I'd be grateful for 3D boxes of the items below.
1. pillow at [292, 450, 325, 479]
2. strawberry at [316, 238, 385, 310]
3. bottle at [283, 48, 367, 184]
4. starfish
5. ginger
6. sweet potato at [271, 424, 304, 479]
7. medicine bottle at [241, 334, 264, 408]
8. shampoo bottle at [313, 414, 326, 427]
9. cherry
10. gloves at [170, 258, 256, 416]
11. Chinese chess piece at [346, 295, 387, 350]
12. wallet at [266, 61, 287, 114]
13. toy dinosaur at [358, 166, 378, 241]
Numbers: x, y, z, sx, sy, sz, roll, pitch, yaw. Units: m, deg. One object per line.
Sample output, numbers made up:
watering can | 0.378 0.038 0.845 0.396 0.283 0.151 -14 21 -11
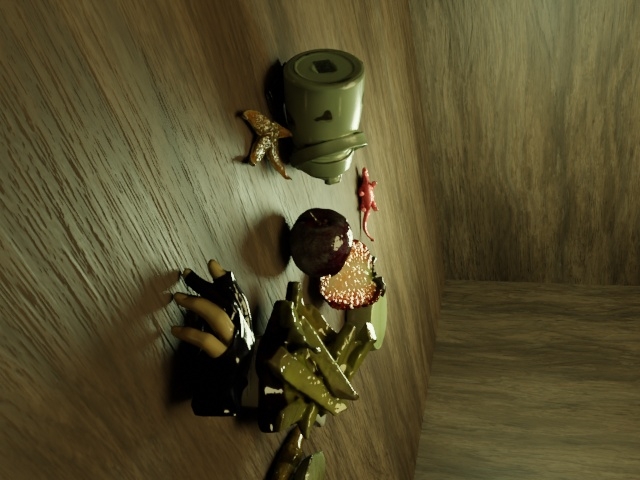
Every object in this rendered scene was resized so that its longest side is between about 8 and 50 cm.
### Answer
pillow | -0.040 0.675 1.814 0.302 0.075 0.184 69 39 -74
strawberry | 0.057 0.115 2.099 0.306 0.138 0.233 -6 77 -46
bottle | 0.010 -0.303 1.755 0.229 0.229 0.351 -68 165 -46
starfish | -0.136 -0.232 1.604 0.247 0.050 0.138 9 83 -64
ginger | 0.001 0.295 1.635 0.413 0.211 0.358 -40 127 -68
sweet potato | -0.080 0.576 1.775 0.274 0.067 0.067 -58 144 -63
medicine bottle | -0.137 0.316 1.616 0.201 0.052 0.171 25 66 -71
shampoo bottle | 0.002 0.452 2.018 0.108 0.051 0.220 61 35 -51
cherry | -0.002 0.008 1.805 0.195 0.195 0.195 1 90 -71
gloves | -0.205 0.189 1.301 0.197 0.152 0.300 -175 -110 -82
Chinese chess piece | 0.172 0.282 2.425 0.250 0.101 0.250 1 90 -71
wallet | -0.105 -0.394 1.717 0.082 0.018 0.156 77 24 -42
toy dinosaur | 0.177 -0.150 2.519 0.139 0.070 0.286 -101 -176 -66
